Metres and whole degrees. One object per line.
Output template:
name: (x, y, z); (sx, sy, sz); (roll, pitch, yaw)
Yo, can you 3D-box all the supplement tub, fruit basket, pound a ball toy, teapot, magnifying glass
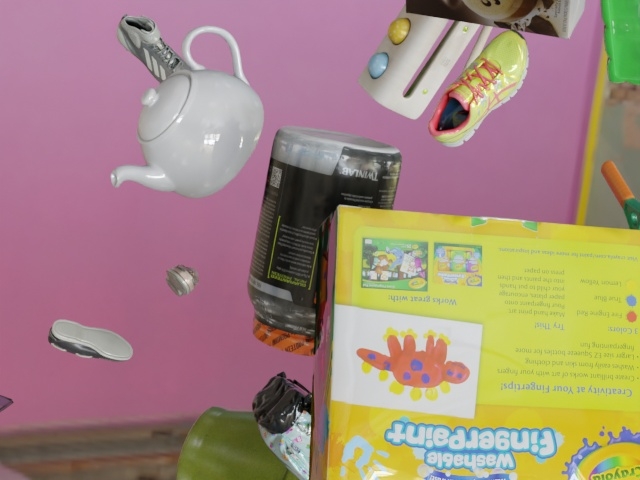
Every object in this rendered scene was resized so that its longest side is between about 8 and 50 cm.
supplement tub: (0.000, 0.000, 1.774); (0.207, 0.338, 0.207); (11, -170, -2)
fruit basket: (0.477, -0.380, 1.460); (0.165, 0.353, 0.327); (15, 144, 31)
pound a ball toy: (0.216, -0.394, 2.181); (0.136, 0.319, 0.208); (21, -158, -32)
teapot: (-0.234, -0.214, 1.980); (0.187, 0.252, 0.256); (35, -148, -33)
magnifying glass: (0.501, -0.042, 1.782); (0.026, 0.092, 0.231); (-13, -133, -8)

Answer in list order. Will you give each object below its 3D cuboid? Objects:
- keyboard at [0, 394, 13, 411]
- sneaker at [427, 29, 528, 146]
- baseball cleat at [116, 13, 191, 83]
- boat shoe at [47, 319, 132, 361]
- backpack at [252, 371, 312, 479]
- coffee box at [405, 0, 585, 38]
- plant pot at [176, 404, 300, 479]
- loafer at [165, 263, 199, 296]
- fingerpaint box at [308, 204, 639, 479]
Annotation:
keyboard: (-0.623, 0.301, 2.011); (0.100, 0.038, 0.192); (21, 180, -1)
sneaker: (0.235, -0.225, 1.685); (0.081, 0.208, 0.094); (41, -160, 19)
baseball cleat: (-0.337, -0.390, 2.337); (0.206, 0.072, 0.109); (35, 155, -8)
boat shoe: (-0.342, 0.155, 1.662); (0.125, 0.038, 0.046); (18, -136, -19)
backpack: (-0.029, 0.324, 1.865); (0.182, 0.115, 0.152); (52, 176, -22)
coffee box: (0.303, -0.467, 1.936); (0.297, 0.168, 0.119); (14, -136, 21)
plant pot: (-0.124, 0.537, 2.566); (0.353, 0.366, 0.366); (16, -172, 21)
loafer: (-0.188, 0.050, 1.556); (0.045, 0.039, 0.125); (51, 165, -2)
fingerpaint box: (0.217, 0.162, 1.495); (0.445, 0.371, 0.163); (3, 170, -9)
